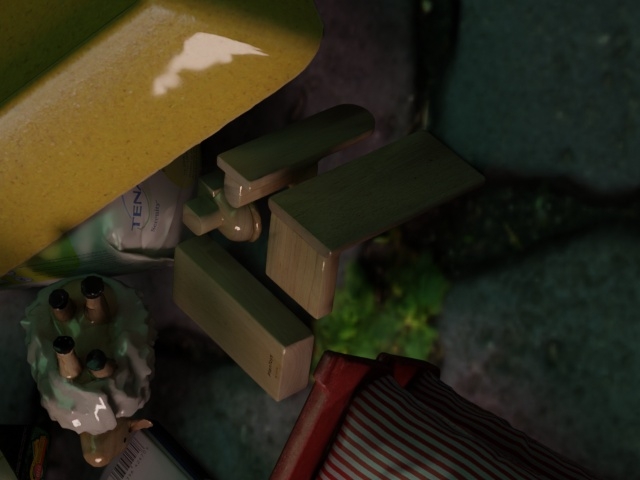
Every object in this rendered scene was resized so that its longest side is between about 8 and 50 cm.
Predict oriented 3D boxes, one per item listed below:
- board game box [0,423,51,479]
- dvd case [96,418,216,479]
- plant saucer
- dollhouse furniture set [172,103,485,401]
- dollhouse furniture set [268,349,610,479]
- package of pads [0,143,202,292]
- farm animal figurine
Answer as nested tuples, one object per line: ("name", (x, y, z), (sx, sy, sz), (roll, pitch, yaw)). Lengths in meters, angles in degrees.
("board game box", (-0.269, 0.254, 1.254), (0.136, 0.030, 0.259), (-1, 68, 26))
("dvd case", (-0.087, 0.257, 1.170), (0.239, 0.029, 0.179), (42, 107, 33))
("plant saucer", (-0.189, -0.182, 1.154), (0.333, 0.081, 0.332), (-32, 65, 29))
("dollhouse furniture set", (0.000, 0.000, 1.150), (0.144, 0.123, 0.151), (41, 141, 33))
("dollhouse furniture set", (0.038, 0.268, 0.984), (0.201, 0.152, 0.374), (27, 98, 24))
("package of pads", (-0.188, -0.116, 1.257), (0.229, 0.101, 0.296), (-8, 79, 36))
("farm animal figurine", (-0.234, 0.207, 1.142), (0.330, 0.172, 0.326), (-15, 67, -3))
